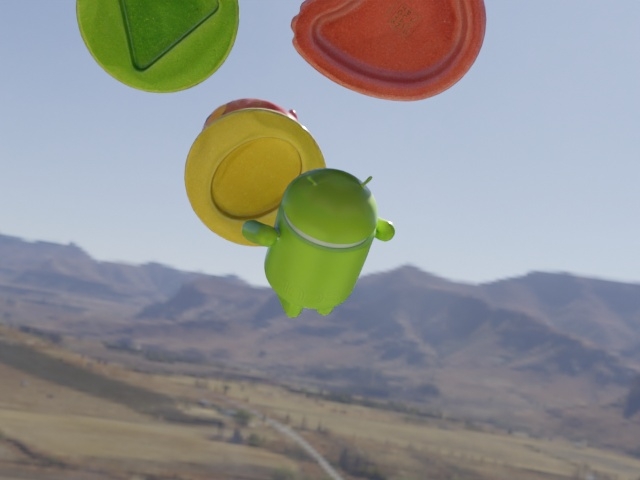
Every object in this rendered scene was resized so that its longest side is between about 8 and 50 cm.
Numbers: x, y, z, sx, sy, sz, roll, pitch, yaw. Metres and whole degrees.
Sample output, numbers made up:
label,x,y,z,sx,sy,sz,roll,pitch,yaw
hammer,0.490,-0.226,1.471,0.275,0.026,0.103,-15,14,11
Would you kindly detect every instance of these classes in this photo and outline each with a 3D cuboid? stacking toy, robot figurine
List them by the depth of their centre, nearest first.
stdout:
label,x,y,z,sx,sy,sz,roll,pitch,yaw
robot figurine,0.000,0.000,0.718,0.101,0.115,0.067,-2,44,-22
stacking toy,-0.035,-0.186,0.904,0.279,0.309,0.130,47,13,-14
